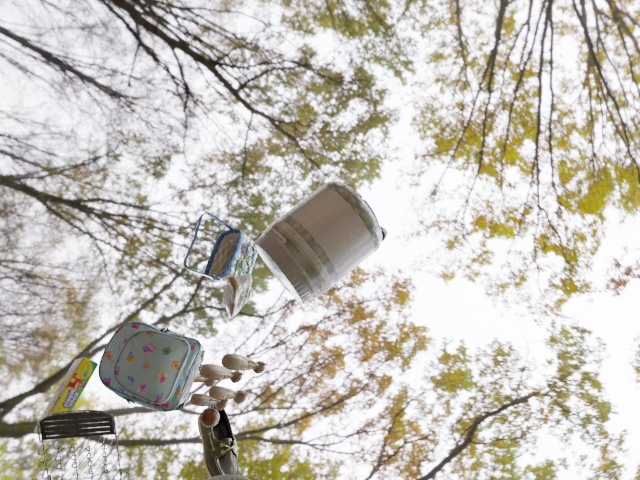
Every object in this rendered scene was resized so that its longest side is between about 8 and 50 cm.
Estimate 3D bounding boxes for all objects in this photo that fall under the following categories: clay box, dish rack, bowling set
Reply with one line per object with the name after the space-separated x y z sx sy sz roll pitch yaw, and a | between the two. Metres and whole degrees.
-0.729 0.449 1.384 0.127 0.053 0.222 -22 -140 51 | clay box
-0.613 0.565 1.229 0.074 0.209 0.271 -127 -145 -75 | dish rack
-0.307 0.478 1.493 0.287 0.154 0.199 -24 -126 36 | bowling set

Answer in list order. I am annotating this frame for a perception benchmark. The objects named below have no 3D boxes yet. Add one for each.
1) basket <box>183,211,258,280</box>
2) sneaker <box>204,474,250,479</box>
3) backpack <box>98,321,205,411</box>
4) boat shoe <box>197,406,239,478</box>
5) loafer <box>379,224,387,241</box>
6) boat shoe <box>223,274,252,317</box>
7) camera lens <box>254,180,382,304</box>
-0.411 0.047 2.020 0.201 0.289 0.254 -12 -123 51 | basket
-0.166 0.711 1.275 0.321 0.127 0.126 6 -138 5 | sneaker
-0.357 0.257 1.004 0.189 0.144 0.165 17 -109 5 | backpack
-0.342 0.700 1.657 0.091 0.109 0.305 -52 -134 22 | boat shoe
0.130 -0.034 1.387 0.148 0.050 0.056 32 -69 30 | loafer
-0.315 0.218 1.885 0.098 0.096 0.277 62 -29 21 | boat shoe
0.000 0.000 1.222 0.274 0.219 0.219 -38 -132 -13 | camera lens
